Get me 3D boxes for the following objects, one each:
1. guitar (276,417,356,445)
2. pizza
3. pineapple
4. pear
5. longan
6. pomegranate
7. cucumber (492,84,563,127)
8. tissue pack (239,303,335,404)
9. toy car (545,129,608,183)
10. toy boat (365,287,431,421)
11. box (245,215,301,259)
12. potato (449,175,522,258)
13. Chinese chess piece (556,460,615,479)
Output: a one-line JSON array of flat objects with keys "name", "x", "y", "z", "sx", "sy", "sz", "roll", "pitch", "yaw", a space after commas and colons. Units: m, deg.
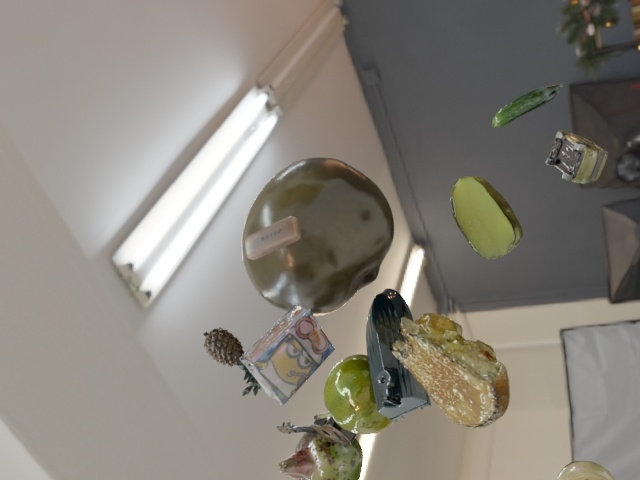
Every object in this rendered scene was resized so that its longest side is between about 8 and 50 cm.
[{"name": "guitar", "x": -0.018, "y": 0.478, "z": 1.780, "sx": 0.084, "sy": 0.271, "sz": 0.038, "roll": 51, "pitch": -126, "yaw": -20}, {"name": "pizza", "x": 0.228, "y": 0.216, "z": 1.196, "sx": 0.089, "sy": 0.223, "sz": 0.323, "roll": -40, "pitch": -20, "yaw": -17}, {"name": "pineapple", "x": -0.229, "y": 0.314, "z": 1.849, "sx": 0.103, "sy": 0.221, "sz": 0.083, "roll": -45, "pitch": -13, "yaw": -31}, {"name": "pear", "x": 0.077, "y": 0.360, "z": 1.578, "sx": 0.180, "sy": 0.216, "sz": 0.166, "roll": 57, "pitch": -173, "yaw": 22}, {"name": "longan", "x": -0.009, "y": -0.004, "z": 1.592, "sx": 0.361, "sy": 0.361, "sz": 0.361, "roll": 29, "pitch": -122, "yaw": -60}, {"name": "pomegranate", "x": -0.008, "y": 0.614, "z": 1.924, "sx": 0.248, "sy": 0.214, "sz": 0.214, "roll": 2, "pitch": -100, "yaw": -35}, {"name": "cucumber", "x": 0.396, "y": -0.263, "z": 1.336, "sx": 0.037, "sy": 0.155, "sz": 0.037, "roll": 61, "pitch": -178, "yaw": -3}, {"name": "tissue pack", "x": -0.059, "y": 0.214, "z": 1.324, "sx": 0.155, "sy": 0.065, "sz": 0.115, "roll": -43, "pitch": -57, "yaw": -21}, {"name": "toy car", "x": 0.692, "y": -0.218, "z": 1.858, "sx": 0.256, "sy": 0.124, "sz": 0.101, "roll": -84, "pitch": 7, "yaw": -70}, {"name": "toy boat", "x": 0.163, "y": 0.231, "z": 1.496, "sx": 0.122, "sy": 0.114, "sz": 0.296, "roll": 27, "pitch": -136, "yaw": -36}, {"name": "box", "x": -0.089, "y": -0.005, "z": 1.287, "sx": 0.025, "sy": 0.115, "sz": 0.048, "roll": 31, "pitch": -138, "yaw": -52}, {"name": "potato", "x": 0.483, "y": -0.069, "z": 1.984, "sx": 0.111, "sy": 0.160, "sz": 0.271, "roll": -9, "pitch": -127, "yaw": -33}, {"name": "Chinese chess piece", "x": 0.545, "y": 0.512, "z": 1.431, "sx": 0.051, "sy": 0.122, "sz": 0.122, "roll": -46, "pitch": -55, "yaw": -72}]
